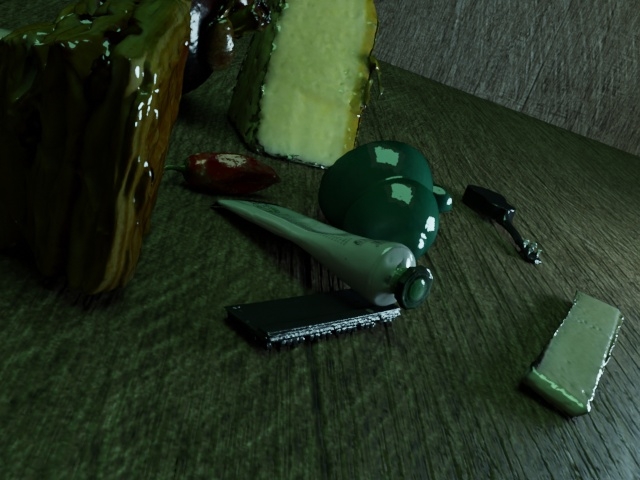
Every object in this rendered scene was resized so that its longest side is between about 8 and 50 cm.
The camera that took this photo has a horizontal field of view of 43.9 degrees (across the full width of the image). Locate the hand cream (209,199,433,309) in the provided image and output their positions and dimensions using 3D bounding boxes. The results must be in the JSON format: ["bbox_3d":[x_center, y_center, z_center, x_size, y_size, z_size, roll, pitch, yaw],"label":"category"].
[{"bbox_3d":[0.000,0.000,0.993,0.121,0.076,0.336,7,14,-45],"label":"hand cream"}]

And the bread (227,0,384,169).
[{"bbox_3d":[-0.001,-0.301,1.423,0.248,0.315,0.279,10,34,-23],"label":"bread"}]

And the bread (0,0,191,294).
[{"bbox_3d":[-0.235,-0.123,0.809,0.166,0.278,0.325,13,26,-10],"label":"bread"}]

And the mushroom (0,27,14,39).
[{"bbox_3d":[-0.446,-0.247,1.141,0.351,0.095,0.122,1,-6,-43],"label":"mushroom"}]

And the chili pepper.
[{"bbox_3d":[-0.138,-0.097,1.121,0.191,0.059,0.050,3,19,-34],"label":"chili pepper"}]

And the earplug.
[{"bbox_3d":[0.100,-0.045,1.153,0.257,0.163,0.280,51,14,-37],"label":"earplug"}]

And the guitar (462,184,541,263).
[{"bbox_3d":[0.340,-0.035,1.456,0.083,0.038,0.271,13,23,-18],"label":"guitar"}]

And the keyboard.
[{"bbox_3d":[-0.003,0.082,0.875,0.072,0.023,0.231,29,21,36],"label":"keyboard"}]

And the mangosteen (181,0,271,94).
[{"bbox_3d":[-0.263,-0.396,1.375,0.293,0.297,0.297,-8,32,-22],"label":"mangosteen"}]

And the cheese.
[{"bbox_3d":[0.347,0.139,1.060,0.085,0.034,0.400,33,24,16],"label":"cheese"}]
